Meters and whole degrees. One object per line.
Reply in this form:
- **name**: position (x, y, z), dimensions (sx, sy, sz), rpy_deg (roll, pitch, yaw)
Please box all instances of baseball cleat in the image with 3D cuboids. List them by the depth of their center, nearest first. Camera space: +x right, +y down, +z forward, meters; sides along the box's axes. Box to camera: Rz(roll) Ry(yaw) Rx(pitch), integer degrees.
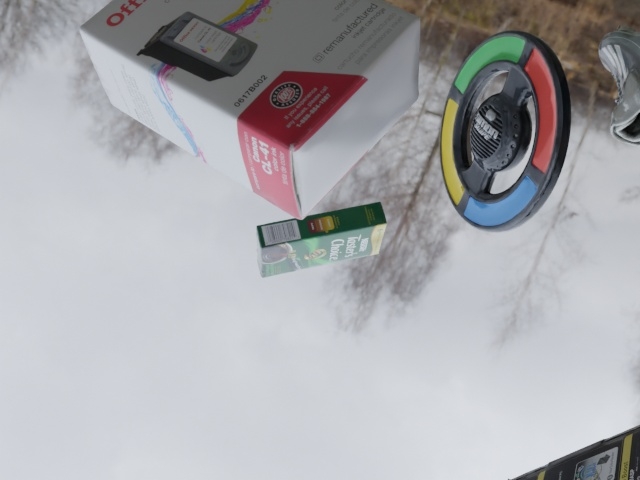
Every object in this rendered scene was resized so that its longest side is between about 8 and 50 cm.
- **baseball cleat**: position (0.291, -0.146, 0.732), dimensions (0.072, 0.109, 0.206), rpy_deg (26, -170, 0)

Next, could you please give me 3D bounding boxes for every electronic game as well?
- **electronic game**: position (0.203, -0.123, 0.898), dimensions (0.048, 0.229, 0.229), rpy_deg (2, -159, -23)

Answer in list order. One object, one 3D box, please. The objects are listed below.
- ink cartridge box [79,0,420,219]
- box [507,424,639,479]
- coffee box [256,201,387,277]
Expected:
- **ink cartridge box**: position (-0.074, -0.197, 0.874), dimensions (0.306, 0.226, 0.131), rpy_deg (32, 156, 21)
- **box**: position (0.199, 0.323, 0.584), dimensions (0.097, 0.318, 0.395), rpy_deg (44, -142, -9)
- **coffee box**: position (0.000, 0.000, 1.139), dimensions (0.184, 0.113, 0.040), rpy_deg (-11, -114, -9)
